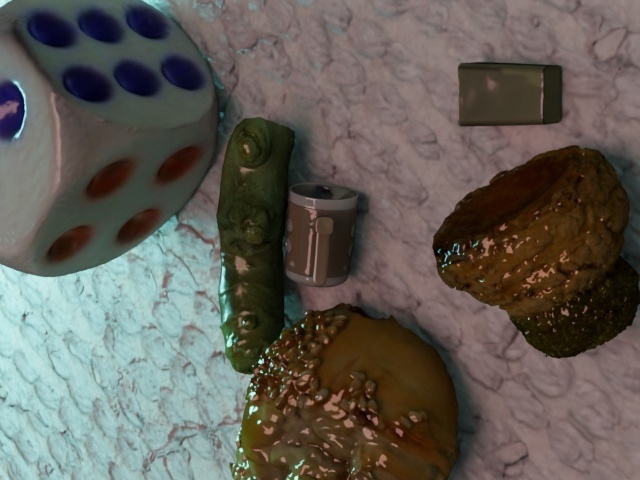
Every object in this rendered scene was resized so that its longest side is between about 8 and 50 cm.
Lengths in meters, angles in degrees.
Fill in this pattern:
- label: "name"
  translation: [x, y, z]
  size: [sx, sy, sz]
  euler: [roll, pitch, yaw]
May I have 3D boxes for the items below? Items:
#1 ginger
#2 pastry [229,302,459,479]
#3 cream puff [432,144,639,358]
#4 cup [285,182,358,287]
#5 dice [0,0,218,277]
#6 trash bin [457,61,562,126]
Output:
- label: "ginger"
  translation: [-0.074, 0.002, 1.449]
  size: [0.137, 0.089, 0.290]
  euler: [-125, 38, -60]
- label: "pastry"
  translation: [0.013, 0.226, 1.388]
  size: [0.255, 0.162, 0.311]
  euler: [30, 115, 36]
- label: "cream puff"
  translation: [0.210, 0.026, 1.195]
  size: [0.183, 0.183, 0.169]
  euler: [-22, 109, 42]
- label: "cup"
  translation: [0.007, -0.001, 1.402]
  size: [0.102, 0.074, 0.099]
  euler: [33, 123, 57]
- label: "dice"
  translation: [-0.280, -0.127, 1.519]
  size: [0.243, 0.259, 0.251]
  euler: [51, 125, 20]
- label: "trash bin"
  translation: [0.179, -0.137, 1.253]
  size: [0.092, 0.043, 0.061]
  euler: [6, 102, 37]
